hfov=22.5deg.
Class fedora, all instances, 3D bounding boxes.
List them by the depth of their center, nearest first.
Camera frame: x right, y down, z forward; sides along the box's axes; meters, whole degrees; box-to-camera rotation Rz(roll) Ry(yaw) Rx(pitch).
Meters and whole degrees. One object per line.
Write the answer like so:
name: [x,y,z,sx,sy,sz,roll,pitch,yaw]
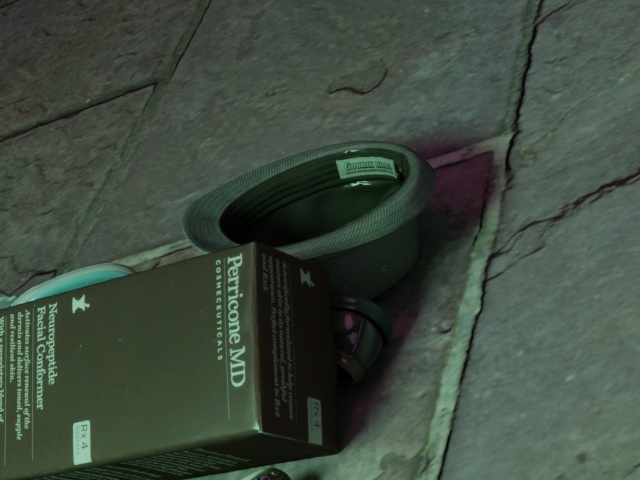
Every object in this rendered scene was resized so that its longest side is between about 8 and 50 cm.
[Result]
fedora: [0.000,0.000,1.735,0.275,0.124,0.244,-25,28,-17]

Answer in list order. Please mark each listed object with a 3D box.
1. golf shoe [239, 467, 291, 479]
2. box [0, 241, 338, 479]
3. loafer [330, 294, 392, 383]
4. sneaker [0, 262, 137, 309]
golf shoe: [-0.107,0.273,1.495,0.186,0.067,0.086,-41,28,-13]
box: [-0.176,0.143,1.620,0.381,0.143,0.191,-15,68,30]
loafer: [-0.054,0.111,1.670,0.267,0.096,0.084,-8,43,36]
sneaker: [-0.366,0.092,1.985,0.319,0.127,0.208,-31,30,3]
